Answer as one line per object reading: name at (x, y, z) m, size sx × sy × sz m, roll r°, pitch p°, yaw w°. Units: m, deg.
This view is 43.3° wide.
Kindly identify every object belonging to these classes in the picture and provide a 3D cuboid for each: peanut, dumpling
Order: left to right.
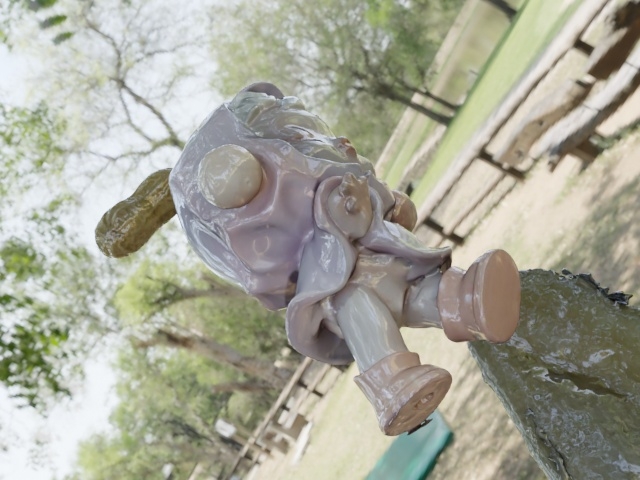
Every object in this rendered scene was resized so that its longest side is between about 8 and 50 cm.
peanut at (-0.169, -0.028, 0.773) m, size 0.113 × 0.054 × 0.054 m, roll -47°, pitch -4°, yaw -18°
dumpling at (0.211, 0.139, 0.517) m, size 0.086 × 0.166 × 0.332 m, roll 75°, pitch 179°, yaw -47°

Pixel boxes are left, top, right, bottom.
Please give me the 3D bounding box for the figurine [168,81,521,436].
figurine at (-0.001, 0.000, 0.525) m, size 0.200 × 0.276 × 0.133 m, roll 9°, pitch -64°, yaw -48°
